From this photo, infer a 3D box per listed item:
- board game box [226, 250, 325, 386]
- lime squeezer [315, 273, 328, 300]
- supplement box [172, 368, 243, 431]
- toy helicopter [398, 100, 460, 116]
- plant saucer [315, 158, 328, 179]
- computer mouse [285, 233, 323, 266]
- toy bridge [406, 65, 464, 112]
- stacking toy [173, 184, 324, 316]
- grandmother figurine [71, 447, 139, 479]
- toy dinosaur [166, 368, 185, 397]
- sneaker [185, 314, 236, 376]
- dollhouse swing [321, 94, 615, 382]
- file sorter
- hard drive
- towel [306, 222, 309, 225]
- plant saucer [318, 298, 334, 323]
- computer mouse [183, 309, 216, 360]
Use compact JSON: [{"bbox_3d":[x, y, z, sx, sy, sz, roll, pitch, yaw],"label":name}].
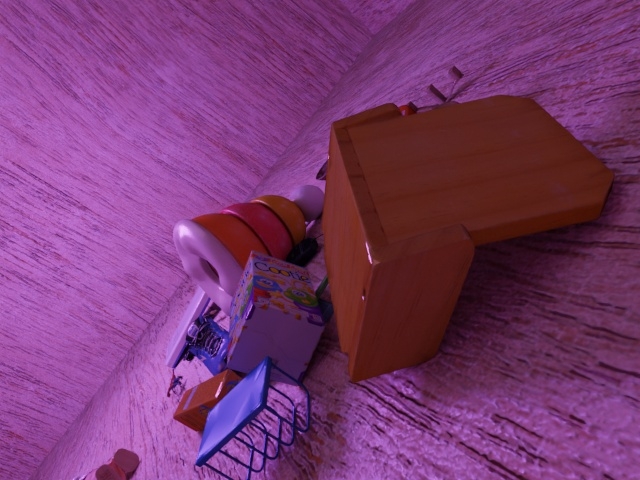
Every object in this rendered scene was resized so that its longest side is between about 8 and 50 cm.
[{"bbox_3d":[-0.099,0.147,0.997,0.275,0.145,0.141,-117,48,-70],"label":"board game box"},{"bbox_3d":[0.061,0.017,1.110,0.109,0.059,0.310,107,-173,-46],"label":"lime squeezer"},{"bbox_3d":[-0.247,0.369,1.105,0.233,0.078,0.080,-37,22,41],"label":"supplement box"},{"bbox_3d":[0.210,-0.121,0.937,0.235,0.140,0.354,-9,55,54],"label":"toy helicopter"},{"bbox_3d":[0.047,-0.286,1.820,0.168,0.029,0.168,-46,16,18],"label":"plant saucer"},{"bbox_3d":[0.000,0.000,1.333,0.242,0.041,0.071,-39,28,16],"label":"computer mouse"},{"bbox_3d":[0.309,-0.386,1.284,0.188,0.063,0.026,-30,26,53],"label":"toy bridge"},{"bbox_3d":[-0.159,-0.025,1.454,0.480,0.350,0.351,-40,10,-26],"label":"stacking toy"},{"bbox_3d":[-0.667,0.721,1.436,0.342,0.104,0.208,-40,-8,40],"label":"grandmother figurine"},{"bbox_3d":[-0.464,0.455,1.514,0.047,0.090,0.082,-63,-19,14],"label":"toy dinosaur"},{"bbox_3d":[-0.288,0.282,1.275,0.129,0.147,0.330,-56,18,-18],"label":"sneaker"},{"bbox_3d":[0.178,-0.022,0.728,0.346,0.306,0.314,-102,13,-50],"label":"dollhouse swing"},{"bbox_3d":[-0.109,0.309,0.821,0.170,0.105,0.118,-46,18,17],"label":"file sorter"},{"bbox_3d":[-0.507,0.312,1.874,0.318,0.040,0.210,-62,17,-2],"label":"hard drive"},{"bbox_3d":[-0.063,-0.064,1.645,0.152,0.023,0.113,-52,16,-4],"label":"towel"},{"bbox_3d":[-0.020,0.154,1.076,0.067,0.018,0.192,-53,16,-10],"label":"plant saucer"},{"bbox_3d":[-0.377,0.310,1.614,0.262,0.060,0.184,-46,17,58],"label":"computer mouse"}]
